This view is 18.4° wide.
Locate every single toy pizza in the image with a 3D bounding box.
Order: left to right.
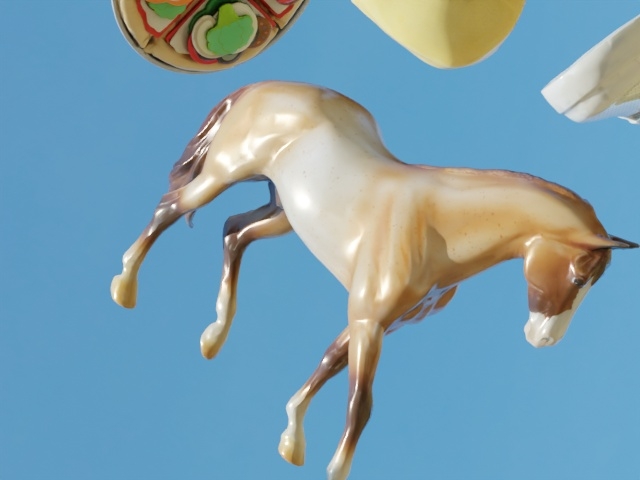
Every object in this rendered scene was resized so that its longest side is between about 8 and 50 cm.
[{"bbox_3d":[-0.078,-0.223,1.627,0.201,0.032,0.201,-19,-50,-24],"label":"toy pizza"}]

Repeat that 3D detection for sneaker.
[{"bbox_3d":[0.296,-0.106,1.485,0.292,0.108,0.169,-28,-94,-44],"label":"sneaker"}]

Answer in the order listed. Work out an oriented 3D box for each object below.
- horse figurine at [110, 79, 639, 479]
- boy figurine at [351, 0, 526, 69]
[{"bbox_3d":[0.000,0.000,0.892,0.066,0.263,0.174,20,-72,-44],"label":"horse figurine"},{"bbox_3d":[0.109,-0.227,1.093,0.092,0.177,0.285,25,-94,4],"label":"boy figurine"}]
